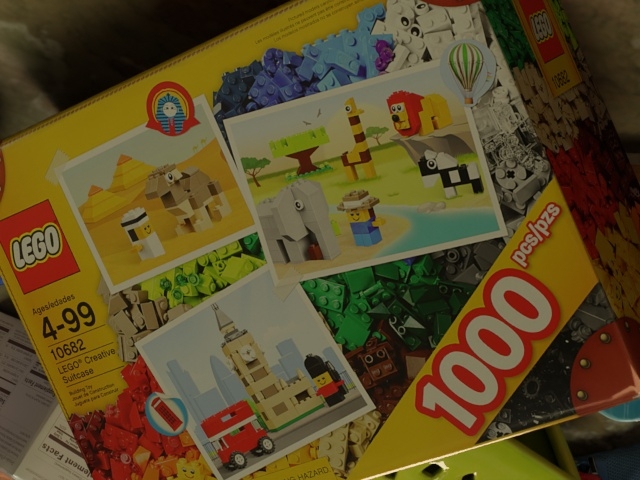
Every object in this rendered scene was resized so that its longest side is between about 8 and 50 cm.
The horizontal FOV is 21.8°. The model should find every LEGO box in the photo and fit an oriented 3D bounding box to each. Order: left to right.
[{"bbox_3d":[0.000,0.000,1.374,0.500,0.193,0.372,-22,95,29],"label":"LEGO box"}]

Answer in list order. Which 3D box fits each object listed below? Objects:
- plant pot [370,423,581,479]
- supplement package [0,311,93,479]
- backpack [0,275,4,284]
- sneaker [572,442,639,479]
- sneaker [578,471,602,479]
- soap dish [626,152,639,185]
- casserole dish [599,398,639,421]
[{"bbox_3d":[0.092,0.191,1.650,0.228,0.227,0.207,34,112,-29],"label":"plant pot"},{"bbox_3d":[-0.257,0.199,1.720,0.204,0.145,0.262,39,166,-32],"label":"supplement package"},{"bbox_3d":[-0.295,-0.010,1.610,0.101,0.098,0.120,5,142,-30],"label":"backpack"},{"bbox_3d":[0.255,0.303,1.880,0.330,0.129,0.147,-29,131,35],"label":"sneaker"},{"bbox_3d":[0.194,0.230,1.790,0.221,0.087,0.128,-2,96,12],"label":"sneaker"},{"bbox_3d":[0.340,0.028,1.552,0.291,0.118,0.229,3,140,6],"label":"soap dish"},{"bbox_3d":[0.309,0.127,1.735,0.114,0.037,0.188,-28,129,34],"label":"casserole dish"}]
